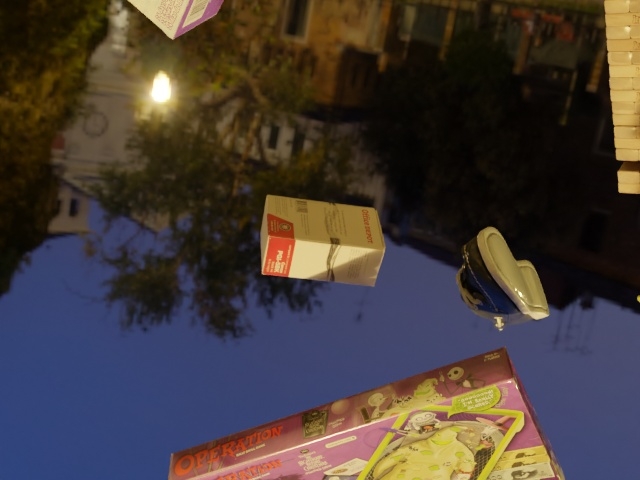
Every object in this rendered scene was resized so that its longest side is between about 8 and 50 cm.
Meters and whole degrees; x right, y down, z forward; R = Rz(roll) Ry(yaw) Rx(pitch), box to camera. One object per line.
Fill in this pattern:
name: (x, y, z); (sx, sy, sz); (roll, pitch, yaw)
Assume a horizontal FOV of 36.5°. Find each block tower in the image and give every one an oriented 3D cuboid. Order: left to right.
block tower: (0.421, -0.207, 1.222); (0.090, 0.336, 0.097); (5, -146, 32)

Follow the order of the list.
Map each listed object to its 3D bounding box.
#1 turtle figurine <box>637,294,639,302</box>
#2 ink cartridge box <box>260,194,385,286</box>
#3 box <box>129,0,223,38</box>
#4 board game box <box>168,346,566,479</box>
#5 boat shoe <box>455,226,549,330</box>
turtle figurine: (0.305, -0.031, 0.698); (0.087, 0.217, 0.269); (10, 162, 33)
ink cartridge box: (0.000, 0.000, 1.139); (0.135, 0.056, 0.099); (7, -149, -8)
box: (-0.096, -0.291, 0.560); (0.201, 0.293, 0.057); (41, -135, 4)
board game box: (0.052, 0.236, 0.955); (0.346, 0.208, 0.056); (-19, -139, 14)
boat shoe: (0.232, 0.065, 1.295); (0.091, 0.114, 0.302); (-22, 154, 18)
